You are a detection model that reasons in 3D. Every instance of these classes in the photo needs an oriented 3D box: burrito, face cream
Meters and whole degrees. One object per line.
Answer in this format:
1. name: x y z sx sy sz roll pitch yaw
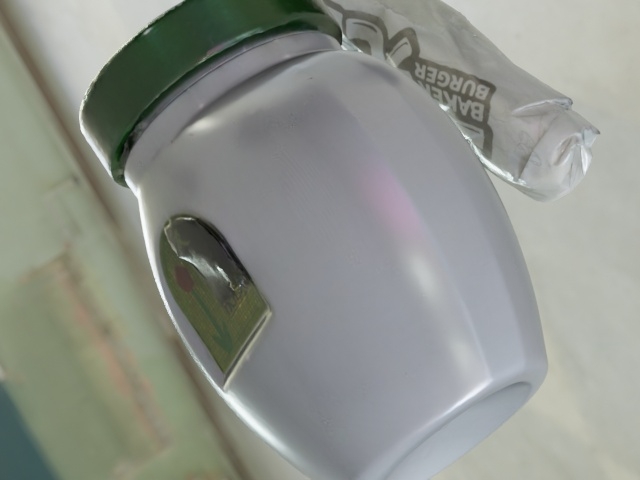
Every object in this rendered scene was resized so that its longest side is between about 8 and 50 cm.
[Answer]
1. burrito: 0.099 -0.187 1.849 0.445 0.101 0.139 42 -179 28
2. face cream: 0.000 0.000 1.392 0.357 0.219 0.312 57 148 17
